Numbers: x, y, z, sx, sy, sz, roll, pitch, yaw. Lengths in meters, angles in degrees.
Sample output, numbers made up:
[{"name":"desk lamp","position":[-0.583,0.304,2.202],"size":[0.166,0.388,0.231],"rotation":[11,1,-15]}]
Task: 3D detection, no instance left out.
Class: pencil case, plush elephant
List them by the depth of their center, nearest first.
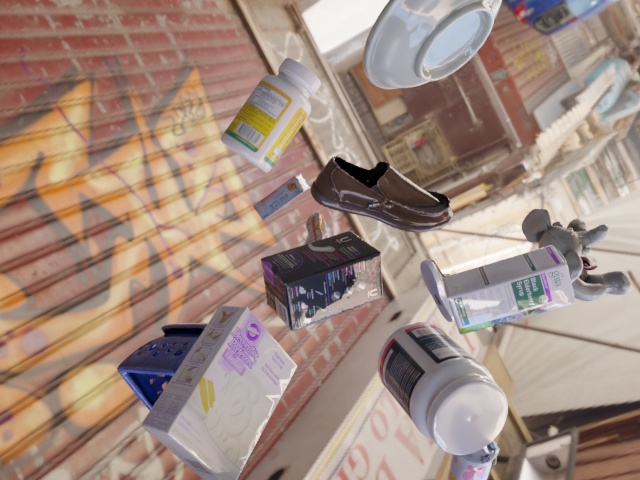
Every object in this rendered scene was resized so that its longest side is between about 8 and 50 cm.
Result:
[{"name":"pencil case","position":[0.423,0.668,1.744],"size":[0.124,0.273,0.113],"rotation":[-10,-148,-22]},{"name":"plush elephant","position":[0.705,0.035,1.748],"size":[0.330,0.271,0.255],"rotation":[-17,150,-4]}]

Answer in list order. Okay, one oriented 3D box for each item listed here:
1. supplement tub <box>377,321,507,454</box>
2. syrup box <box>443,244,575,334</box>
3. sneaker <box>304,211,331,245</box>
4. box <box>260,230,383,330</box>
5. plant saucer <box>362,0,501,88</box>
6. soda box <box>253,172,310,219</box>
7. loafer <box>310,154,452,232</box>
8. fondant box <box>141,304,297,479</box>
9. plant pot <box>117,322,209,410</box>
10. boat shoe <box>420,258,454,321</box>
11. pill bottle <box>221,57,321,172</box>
[{"name":"supplement tub","position":[0.255,0.311,1.326],"size":[0.191,0.191,0.272],"rotation":[-29,-156,-7]},{"name":"syrup box","position":[0.378,0.100,1.245],"size":[0.237,0.093,0.096],"rotation":[-17,-159,11]},{"name":"sneaker","position":[0.000,0.000,2.060],"size":[0.084,0.083,0.214],"rotation":[-26,-141,28]},{"name":"box","position":[0.005,0.098,1.584],"size":[0.271,0.143,0.165],"rotation":[-18,-151,-22]},{"name":"plant saucer","position":[0.288,-0.483,1.428],"size":[0.401,0.100,0.400],"rotation":[-31,160,-12]},{"name":"soda box","position":[-0.122,-0.137,1.933],"size":[0.183,0.058,0.063],"rotation":[-33,-177,28]},{"name":"loafer","position":[0.164,-0.119,1.515],"size":[0.366,0.130,0.133],"rotation":[10,-146,-11]},{"name":"fondant box","position":[-0.215,0.347,1.398],"size":[0.096,0.238,0.330],"rotation":[-3,-136,39]},{"name":"plant pot","position":[-0.357,0.353,1.667],"size":[0.236,0.235,0.212],"rotation":[-6,-146,37]},{"name":"boat shoe","position":[0.378,0.142,1.867],"size":[0.076,0.228,0.080],"rotation":[-34,-162,-16]},{"name":"pill bottle","position":[-0.092,-0.249,1.211],"size":[0.208,0.118,0.117],"rotation":[-55,-173,1]}]
